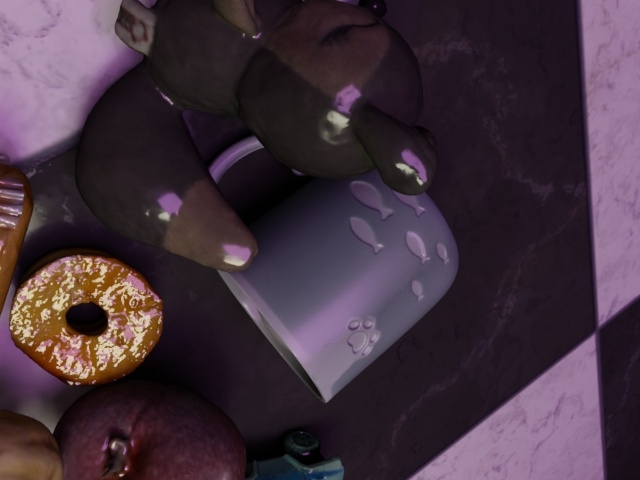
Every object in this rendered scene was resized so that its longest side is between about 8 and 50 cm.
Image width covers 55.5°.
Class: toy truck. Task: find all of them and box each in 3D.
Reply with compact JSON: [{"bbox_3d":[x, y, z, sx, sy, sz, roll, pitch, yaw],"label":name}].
[{"bbox_3d":[-0.093,0.441,1.035,0.278,0.156,0.155,0,112,-31],"label":"toy truck"}]

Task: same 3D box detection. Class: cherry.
[{"bbox_3d":[-0.225,0.303,0.832,0.307,0.261,0.221,31,77,-74],"label":"cherry"}]

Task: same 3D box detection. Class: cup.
[{"bbox_3d":[0.000,0.000,0.854,0.274,0.259,0.357,-37,96,-13],"label":"cup"}]

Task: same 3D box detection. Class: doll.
[{"bbox_3d":[-0.056,-0.127,0.716,0.379,0.382,0.252,-56,171,24],"label":"doll"}]

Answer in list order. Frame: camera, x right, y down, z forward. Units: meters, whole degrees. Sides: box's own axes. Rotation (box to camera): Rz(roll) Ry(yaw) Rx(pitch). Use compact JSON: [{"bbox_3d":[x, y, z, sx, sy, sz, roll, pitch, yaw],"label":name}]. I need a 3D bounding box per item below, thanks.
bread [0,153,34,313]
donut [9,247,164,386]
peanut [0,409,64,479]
[{"bbox_3d":[-0.393,0.025,0.660,0.107,0.136,0.241,14,105,-39],"label":"bread"},{"bbox_3d":[-0.304,0.092,0.790,0.190,0.074,0.174,31,95,-34],"label":"donut"},{"bbox_3d":[-0.454,0.330,0.698,0.387,0.170,0.192,-36,162,19],"label":"peanut"}]
